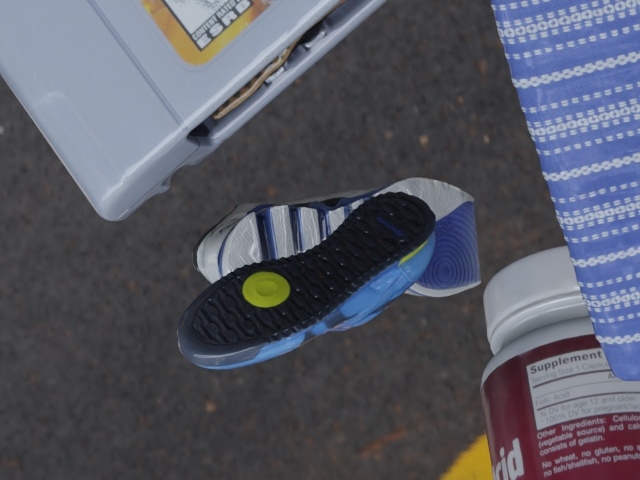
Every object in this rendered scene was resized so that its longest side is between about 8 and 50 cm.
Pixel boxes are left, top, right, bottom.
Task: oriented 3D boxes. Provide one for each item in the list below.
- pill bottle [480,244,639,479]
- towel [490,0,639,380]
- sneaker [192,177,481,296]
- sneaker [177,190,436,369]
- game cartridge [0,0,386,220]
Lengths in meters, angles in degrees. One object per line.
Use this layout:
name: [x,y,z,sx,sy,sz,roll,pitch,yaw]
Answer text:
pill bottle: [0.285,0.216,1.715,0.224,0.392,0.224,-4,150,-2]
towel: [0.263,-0.056,1.044,0.243,0.040,0.336,-14,126,13]
sneaker: [-0.001,0.000,1.735,0.315,0.182,0.127,-5,95,-32]
sneaker: [-0.005,0.044,1.125,0.209,0.069,0.082,-29,147,-30]
game cartridge: [-0.041,-0.175,0.743,0.297,0.198,0.062,-40,169,13]
